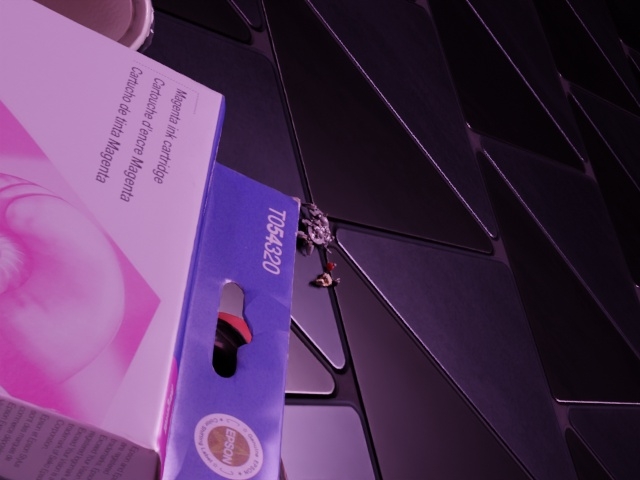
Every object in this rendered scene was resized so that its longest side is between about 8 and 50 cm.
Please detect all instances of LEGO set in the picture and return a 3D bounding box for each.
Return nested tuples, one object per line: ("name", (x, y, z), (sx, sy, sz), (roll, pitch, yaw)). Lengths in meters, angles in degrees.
("LEGO set", (0.002, 0.001, 0.956), (0.054, 0.023, 0.083), (-19, 82, -56))

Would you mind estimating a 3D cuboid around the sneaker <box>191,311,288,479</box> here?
("sneaker", (-0.061, 0.165, 0.662), (0.135, 0.097, 0.276), (59, 13, -70))

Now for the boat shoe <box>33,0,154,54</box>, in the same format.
("boat shoe", (-0.226, -0.272, 0.782), (0.340, 0.127, 0.113), (53, 5, 0))

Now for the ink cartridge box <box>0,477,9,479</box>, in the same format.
("ink cartridge box", (-0.180, 0.203, 0.555), (0.224, 0.045, 0.223), (50, 35, -17))

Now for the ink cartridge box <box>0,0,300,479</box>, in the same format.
("ink cartridge box", (-0.148, -0.013, 0.608), (0.330, 0.071, 0.324), (23, 36, -17))
